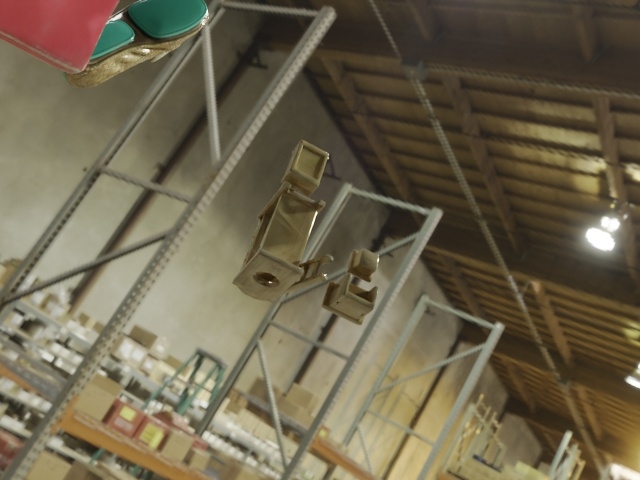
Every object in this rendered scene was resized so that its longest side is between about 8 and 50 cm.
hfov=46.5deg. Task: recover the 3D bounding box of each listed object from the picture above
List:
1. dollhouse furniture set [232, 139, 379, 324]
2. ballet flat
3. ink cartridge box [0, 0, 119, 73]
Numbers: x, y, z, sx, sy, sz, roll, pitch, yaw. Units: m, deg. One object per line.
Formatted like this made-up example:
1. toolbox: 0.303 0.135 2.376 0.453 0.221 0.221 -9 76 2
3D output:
1. dollhouse furniture set: 0.000 0.000 0.946 0.161 0.182 0.101 27 -35 -13
2. ballet flat: -0.224 -0.238 0.889 0.073 0.206 0.067 51 -35 10
3. ink cartridge box: -0.266 -0.248 0.267 0.279 0.160 0.384 36 7 32
